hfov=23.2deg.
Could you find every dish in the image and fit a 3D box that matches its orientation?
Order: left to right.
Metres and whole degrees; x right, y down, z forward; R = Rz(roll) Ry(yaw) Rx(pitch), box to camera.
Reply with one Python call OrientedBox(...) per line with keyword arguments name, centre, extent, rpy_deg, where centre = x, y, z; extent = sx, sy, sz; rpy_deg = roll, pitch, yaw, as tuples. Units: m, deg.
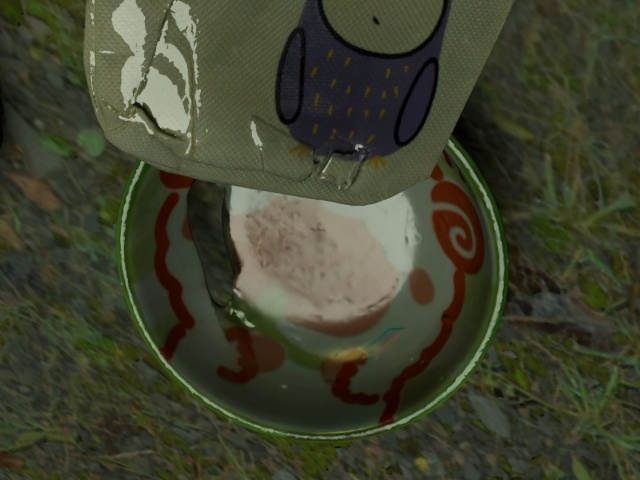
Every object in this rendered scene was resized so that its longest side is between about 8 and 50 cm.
OrientedBox(name="dish", centre=(0.000, 0.000, 1.315), extent=(0.324, 0.124, 0.324), rpy_deg=(4, 109, 10))

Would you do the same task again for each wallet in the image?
OrientedBox(name="wallet", centre=(-0.019, -0.163, 1.113), extent=(0.335, 0.068, 0.275), rpy_deg=(8, 114, -20))

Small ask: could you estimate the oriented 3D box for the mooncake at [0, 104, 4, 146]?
OrientedBox(name="mooncake", centre=(-0.380, -0.093, 1.329), extent=(0.228, 0.124, 0.228), rpy_deg=(6, 134, 6))
